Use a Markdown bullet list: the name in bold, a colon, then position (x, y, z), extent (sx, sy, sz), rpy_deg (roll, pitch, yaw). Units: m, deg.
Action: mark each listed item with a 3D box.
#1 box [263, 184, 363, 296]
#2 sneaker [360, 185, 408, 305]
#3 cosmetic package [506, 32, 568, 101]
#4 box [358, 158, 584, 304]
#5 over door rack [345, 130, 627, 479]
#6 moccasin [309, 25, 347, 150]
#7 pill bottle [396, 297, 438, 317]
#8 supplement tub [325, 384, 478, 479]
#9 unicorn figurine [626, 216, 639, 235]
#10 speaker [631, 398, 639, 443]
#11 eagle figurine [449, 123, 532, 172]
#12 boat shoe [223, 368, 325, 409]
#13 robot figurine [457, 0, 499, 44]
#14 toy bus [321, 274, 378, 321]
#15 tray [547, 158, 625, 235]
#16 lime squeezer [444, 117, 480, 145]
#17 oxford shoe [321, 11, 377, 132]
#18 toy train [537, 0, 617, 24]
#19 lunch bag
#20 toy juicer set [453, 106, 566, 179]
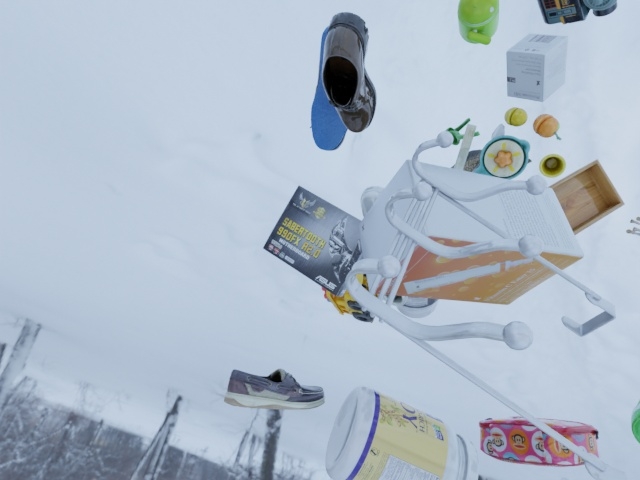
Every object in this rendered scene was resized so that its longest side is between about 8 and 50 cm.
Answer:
- **box**: position (0.000, 0.000, 1.072), extent (0.231, 0.183, 0.056), rpy_deg (32, -176, 21)
- **sneaker**: position (0.165, 0.021, 1.096), extent (0.108, 0.169, 0.293), rpy_deg (-15, 113, 33)
- **cosmetic package**: position (0.797, -0.638, 1.634), extent (0.151, 0.151, 0.184), rpy_deg (32, 153, 44)
- **box**: position (0.280, -0.002, 0.871), extent (0.345, 0.168, 0.215), rpy_deg (7, 146, -19)
- **over door rack**: position (0.200, 0.054, 0.440), extent (0.324, 0.240, 0.108), rpy_deg (42, 136, -8)
- **moccasin**: position (0.056, -0.426, 1.264), extent (0.137, 0.342, 0.117), rpy_deg (12, -171, 13)
- **pill bottle**: position (0.340, 0.122, 1.582), extent (0.204, 0.204, 0.361), rpy_deg (7, 146, 17)
- **supplement tub**: position (0.204, 0.548, 1.140), extent (0.331, 0.241, 0.241), rpy_deg (25, 150, -3)
- **unicorn figurine**: position (0.808, -0.024, 1.062), extent (0.111, 0.162, 0.060), rpy_deg (19, 114, 22)
- **speaker**: position (0.822, 0.365, 1.022), extent (0.131, 0.296, 0.131), rpy_deg (26, 128, 38)
- **eagle figurine**: position (0.572, -0.239, 1.563), extent (0.298, 0.225, 0.226), rpy_deg (-22, 148, 2)
- **boat shoe**: position (-0.104, 0.373, 1.122), extent (0.285, 0.093, 0.102), rpy_deg (13, 168, -32)
- **robot figurine**: position (0.271, -0.386, 0.760), extent (0.067, 0.101, 0.115), rpy_deg (11, 176, 21)
- **toy bus**: position (0.092, 0.180, 1.561), extent (0.211, 0.150, 0.220), rpy_deg (6, 152, 25)
- **tray**: position (0.940, -0.131, 1.685), extent (0.203, 0.410, 0.076), rpy_deg (62, 165, 4)
- **lime squeezer**: position (0.496, -0.376, 1.575), extent (0.109, 0.310, 0.059), rpy_deg (-9, 110, 16)
- **oxford shoe**: position (0.040, -0.242, 0.724), extent (0.082, 0.096, 0.227), rpy_deg (9, 158, 18)
- **toy train**: position (0.584, -0.659, 1.027), extent (0.190, 0.142, 0.334), rpy_deg (13, 159, 48)
- **lunch bag**: position (0.655, 0.594, 1.318), extent (0.258, 0.120, 0.293), rpy_deg (13, 159, -31)
- **toy juicer set**: position (0.543, -0.283, 1.318), extent (0.328, 0.089, 0.209), rpy_deg (-1, 108, 26)
